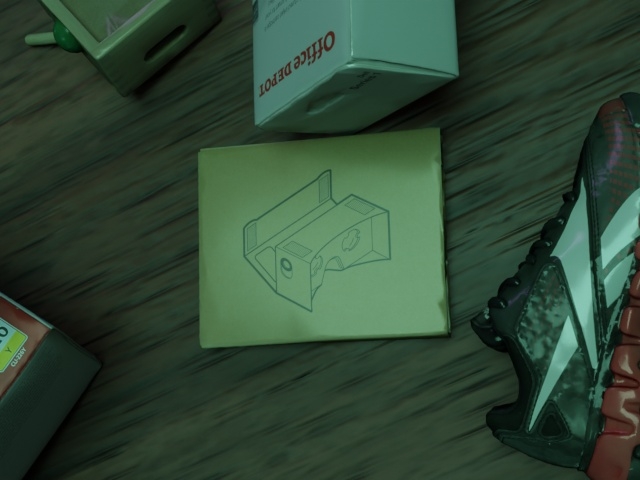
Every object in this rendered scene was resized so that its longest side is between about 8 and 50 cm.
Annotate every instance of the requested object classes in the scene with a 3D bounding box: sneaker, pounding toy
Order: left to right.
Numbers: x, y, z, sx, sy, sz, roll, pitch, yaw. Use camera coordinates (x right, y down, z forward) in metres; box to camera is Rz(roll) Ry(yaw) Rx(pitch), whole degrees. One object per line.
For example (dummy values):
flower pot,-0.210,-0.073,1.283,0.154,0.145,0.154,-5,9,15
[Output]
pounding toy,-0.181,-0.197,0.787,0.141,0.100,0.130,-41,73,-6
sneaker,0.176,0.027,0.638,0.135,0.097,0.276,7,84,14

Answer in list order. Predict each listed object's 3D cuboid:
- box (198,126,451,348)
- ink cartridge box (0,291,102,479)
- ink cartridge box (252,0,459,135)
box,0.000,0.000,0.732,0.201,0.021,0.164,-4,80,14
ink cartridge box,-0.380,0.143,0.709,0.272,0.130,0.309,29,74,14
ink cartridge box,0.018,-0.202,0.684,0.093,0.160,0.219,3,80,-27
